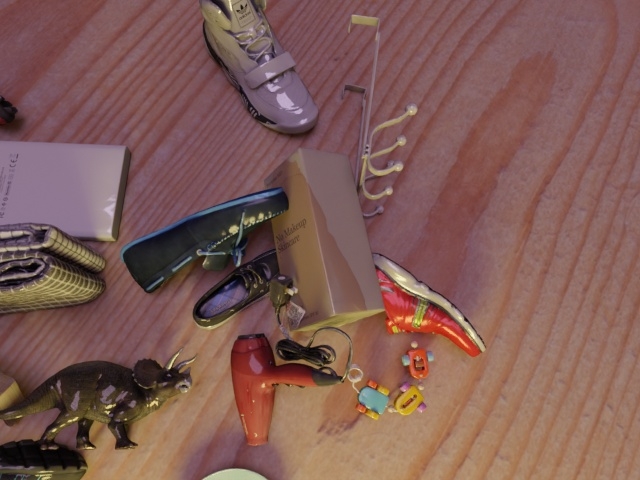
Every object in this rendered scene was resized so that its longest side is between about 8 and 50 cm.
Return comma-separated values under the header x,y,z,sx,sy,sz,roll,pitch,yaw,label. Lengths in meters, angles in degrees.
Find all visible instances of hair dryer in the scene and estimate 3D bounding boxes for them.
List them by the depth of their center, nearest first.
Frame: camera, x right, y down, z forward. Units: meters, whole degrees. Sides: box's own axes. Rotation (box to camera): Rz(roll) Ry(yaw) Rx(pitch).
x,y,z,sx,sy,sz,roll,pitch,yaw,label
-0.078,0.224,0.782,0.080,0.293,0.223,5,26,-39,hair dryer

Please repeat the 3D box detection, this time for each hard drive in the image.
x,y,z,sx,sy,sz,roll,pitch,yaw,label
-0.558,-0.103,0.937,0.308,0.040,0.203,2,72,-3,hard drive

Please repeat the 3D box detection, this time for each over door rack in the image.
x,y,z,sx,sy,sz,roll,pitch,yaw,label
0.111,-0.235,0.915,0.108,0.239,0.324,-4,73,-2,over door rack

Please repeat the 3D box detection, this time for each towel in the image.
x,y,z,sx,sy,sz,roll,pitch,yaw,label
-0.546,0.059,0.787,0.284,0.235,0.121,-6,78,-5,towel

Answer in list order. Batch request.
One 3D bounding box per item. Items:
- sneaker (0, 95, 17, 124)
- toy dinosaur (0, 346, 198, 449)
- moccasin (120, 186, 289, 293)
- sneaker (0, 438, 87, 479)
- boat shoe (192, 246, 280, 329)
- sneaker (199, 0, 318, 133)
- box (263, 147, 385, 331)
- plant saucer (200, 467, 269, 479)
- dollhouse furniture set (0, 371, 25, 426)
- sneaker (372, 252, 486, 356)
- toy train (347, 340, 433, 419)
x,y,z,sx,sy,sz,roll,pitch,yaw,label
-0.764,-0.294,0.958,0.276,0.097,0.135,29,72,8,sneaker
-0.376,0.270,0.792,0.314,0.121,0.160,4,64,-8,toy dinosaur
-0.203,0.002,0.870,0.342,0.138,0.116,-21,94,19,moccasin
-0.506,0.375,0.712,0.267,0.101,0.106,19,84,-41,sneaker
-0.147,0.083,0.883,0.229,0.076,0.080,-33,77,-13,boat shoe
-0.136,-0.397,0.968,0.137,0.210,0.366,-36,78,-13,sneaker
0.000,0.000,0.866,0.121,0.148,0.311,1,68,-37,box
-0.146,0.484,0.774,0.195,0.037,0.194,1,73,-4,plant saucer
-0.623,0.303,0.718,0.161,0.212,0.242,24,45,6,dollhouse furniture set
0.180,0.140,0.889,0.279,0.107,0.118,36,92,11,sneaker
0.132,0.260,0.858,0.166,0.046,0.125,-10,77,-10,toy train
